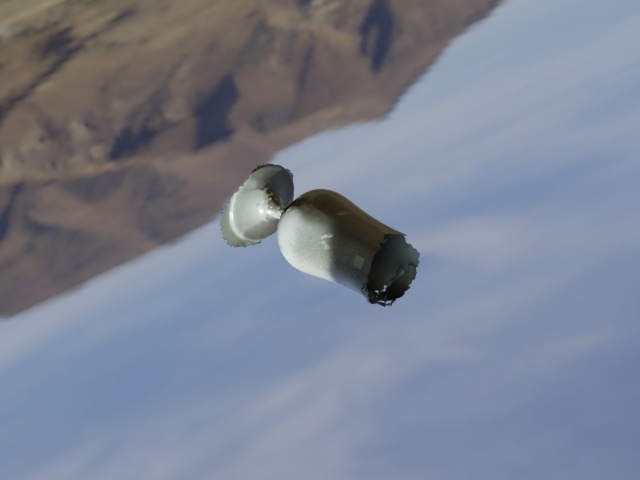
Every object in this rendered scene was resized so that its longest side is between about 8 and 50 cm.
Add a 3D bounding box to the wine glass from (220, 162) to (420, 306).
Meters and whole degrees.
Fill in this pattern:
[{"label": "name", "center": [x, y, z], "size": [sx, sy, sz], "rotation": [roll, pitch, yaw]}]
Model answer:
[{"label": "wine glass", "center": [0.000, 0.000, 0.682], "size": [0.042, 0.039, 0.083], "rotation": [-26, -140, -35]}]
